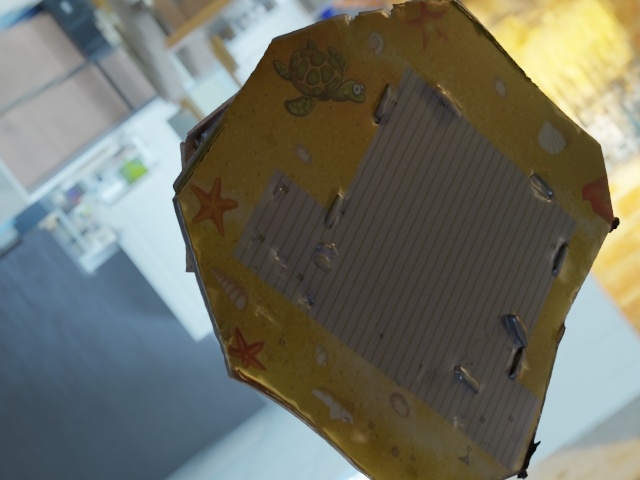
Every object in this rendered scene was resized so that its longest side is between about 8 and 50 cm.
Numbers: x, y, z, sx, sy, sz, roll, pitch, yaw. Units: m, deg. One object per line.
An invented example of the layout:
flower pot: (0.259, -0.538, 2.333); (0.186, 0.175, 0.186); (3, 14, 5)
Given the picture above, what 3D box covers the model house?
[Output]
model house: (0.000, 0.000, 0.762); (0.136, 0.219, 0.207); (-6, -126, 53)
